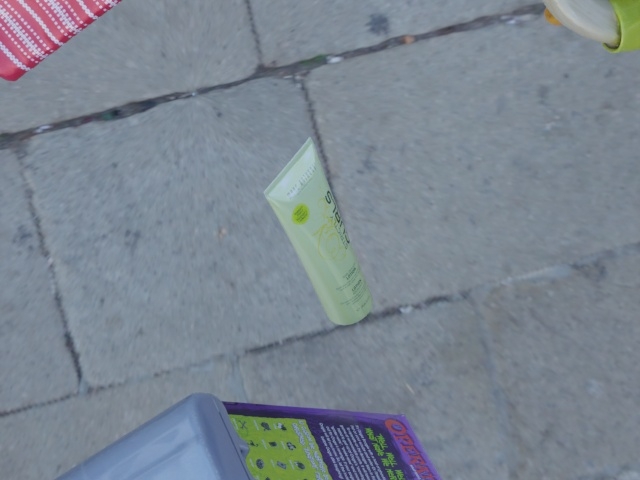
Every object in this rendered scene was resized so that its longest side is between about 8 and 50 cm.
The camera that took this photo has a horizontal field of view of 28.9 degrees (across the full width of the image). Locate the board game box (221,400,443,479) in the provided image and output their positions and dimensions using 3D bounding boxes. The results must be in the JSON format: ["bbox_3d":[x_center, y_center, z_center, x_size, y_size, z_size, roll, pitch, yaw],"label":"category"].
[{"bbox_3d":[0.040,0.258,0.972,0.208,0.347,0.056,5,121,-25],"label":"board game box"}]

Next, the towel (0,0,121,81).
[{"bbox_3d":[-0.317,-0.298,1.314,0.274,0.031,0.199,-28,116,34],"label":"towel"}]

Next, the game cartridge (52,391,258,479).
[{"bbox_3d":[-0.065,0.233,0.488,0.196,0.060,0.294,-34,66,15],"label":"game cartridge"}]

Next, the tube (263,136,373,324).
[{"bbox_3d":[0.000,0.000,1.435,0.062,0.070,0.240,-17,130,7],"label":"tube"}]

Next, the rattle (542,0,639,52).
[{"bbox_3d":[0.157,-0.220,0.759,0.130,0.143,0.200,-35,113,16],"label":"rattle"}]
